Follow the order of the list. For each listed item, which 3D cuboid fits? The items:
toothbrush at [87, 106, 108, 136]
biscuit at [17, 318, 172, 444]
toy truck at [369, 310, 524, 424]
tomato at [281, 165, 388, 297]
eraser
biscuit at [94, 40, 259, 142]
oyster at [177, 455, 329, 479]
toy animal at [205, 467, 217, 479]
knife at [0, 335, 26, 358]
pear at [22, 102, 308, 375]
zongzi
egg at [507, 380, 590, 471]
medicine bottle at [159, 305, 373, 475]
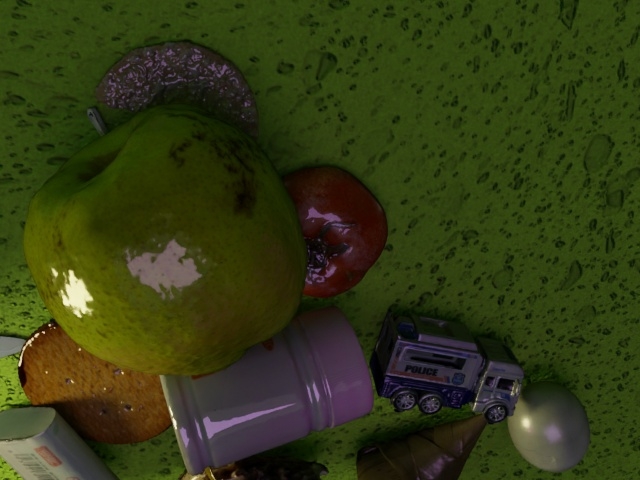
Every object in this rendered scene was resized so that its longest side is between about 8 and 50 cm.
[{"bbox_3d":[-0.311,-0.115,1.139,0.017,0.022,0.204,-7,123,26],"label":"toothbrush"},{"bbox_3d":[-0.388,0.251,1.308,0.306,0.038,0.305,2,122,3],"label":"biscuit"},{"bbox_3d":[0.238,0.229,1.340,0.268,0.124,0.155,10,113,-11],"label":"toy truck"},{"bbox_3d":[0.000,0.000,1.199,0.237,0.095,0.236,-3,120,-5],"label":"tomato"},{"bbox_3d":[-0.496,0.410,1.357,0.174,0.081,0.227,-9,127,28],"label":"eraser"},{"bbox_3d":[-0.197,-0.226,1.085,0.250,0.032,0.133,18,114,-15],"label":"biscuit"},{"bbox_3d":[-0.118,0.460,1.405,0.271,0.275,0.100,2,80,-24],"label":"oyster"},{"bbox_3d":[-0.201,0.364,1.387,0.095,0.219,0.155,-26,158,-11],"label":"toy animal"},{"bbox_3d":[-0.677,0.222,1.280,0.332,0.044,0.080,-24,116,0],"label":"knife"},{"bbox_3d":[-0.200,0.014,1.028,0.391,0.391,0.390,-3,119,-5],"label":"pear"},{"bbox_3d":[0.245,0.493,1.485,0.300,0.145,0.273,-26,123,0],"label":"zongzi"},{"bbox_3d":[0.446,0.367,1.425,0.151,0.151,0.209,-22,120,6],"label":"egg"},{"bbox_3d":[-0.093,0.243,1.215,0.316,0.202,0.202,-15,121,-14],"label":"medicine bottle"}]
